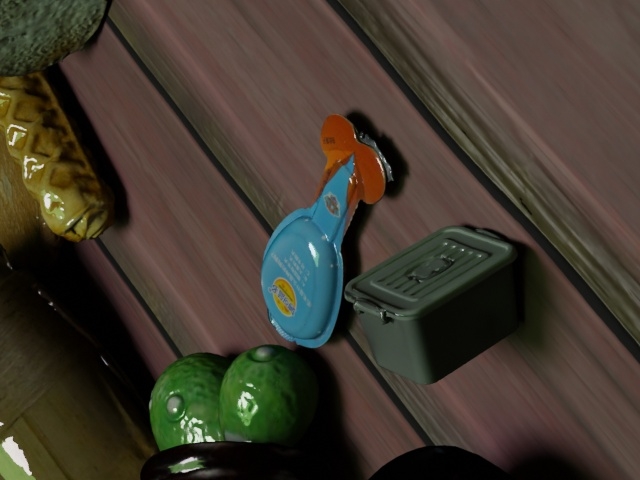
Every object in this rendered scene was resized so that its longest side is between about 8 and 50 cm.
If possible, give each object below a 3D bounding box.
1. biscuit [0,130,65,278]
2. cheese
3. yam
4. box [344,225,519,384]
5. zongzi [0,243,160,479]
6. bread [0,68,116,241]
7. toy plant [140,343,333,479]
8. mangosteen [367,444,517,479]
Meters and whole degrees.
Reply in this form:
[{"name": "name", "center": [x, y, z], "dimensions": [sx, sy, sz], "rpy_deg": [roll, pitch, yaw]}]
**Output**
[{"name": "biscuit", "center": [-0.350, -0.059, 1.770], "dimensions": [0.226, 0.042, 0.226], "rpy_deg": [29, 127, 48]}, {"name": "cheese", "center": [0.000, 0.000, 1.302], "dimensions": [0.106, 0.037, 0.256], "rpy_deg": [52, 140, 26]}, {"name": "yam", "center": [-0.341, -0.287, 1.546], "dimensions": [0.268, 0.161, 0.161], "rpy_deg": [48, 139, 29]}, {"name": "box", "center": [0.086, 0.048, 1.130], "dimensions": [0.084, 0.122, 0.069], "rpy_deg": [23, 134, 51]}, {"name": "zongzi", "center": [-0.287, 0.229, 1.778], "dimensions": [0.500, 0.218, 0.467], "rpy_deg": [48, 175, 7]}, {"name": "bread", "center": [-0.317, -0.156, 1.640], "dimensions": [0.367, 0.077, 0.084], "rpy_deg": [61, -177, 17]}, {"name": "toy plant", "center": [-0.080, 0.200, 1.408], "dimensions": [0.218, 0.175, 0.235], "rpy_deg": [-28, 53, 49]}, {"name": "mangosteen", "center": [0.102, 0.279, 1.141], "dimensions": [0.243, 0.243, 0.243], "rpy_deg": [29, 127, 46]}]
